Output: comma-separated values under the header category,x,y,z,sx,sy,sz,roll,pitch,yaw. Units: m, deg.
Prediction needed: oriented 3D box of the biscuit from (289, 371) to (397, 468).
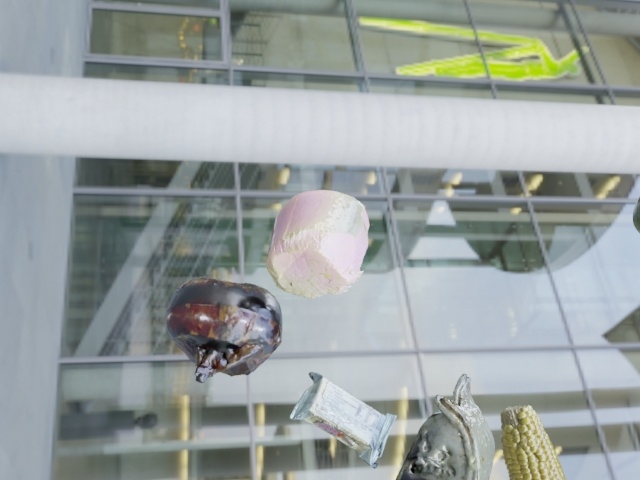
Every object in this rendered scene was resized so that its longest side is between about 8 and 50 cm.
category,x,y,z,sx,sy,sz,roll,pitch,yaw
biscuit,0.072,0.543,2.289,0.079,0.309,0.186,-47,-167,52

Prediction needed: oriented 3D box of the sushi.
category,x,y,z,sx,sy,sz,roll,pitch,yaw
sushi,0.165,0.309,0.922,0.109,0.134,0.272,23,-99,36

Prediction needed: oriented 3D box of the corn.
category,x,y,z,sx,sy,sz,roll,pitch,yaw
corn,0.492,0.545,1.699,0.130,0.130,0.346,143,-70,-75

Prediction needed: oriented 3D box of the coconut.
category,x,y,z,sx,sy,sz,roll,pitch,yaw
coconut,0.000,0.000,1.748,0.245,0.233,0.233,-74,177,-48

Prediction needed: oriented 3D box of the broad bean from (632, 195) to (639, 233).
category,x,y,z,sx,sy,sz,roll,pitch,yaw
broad bean,0.575,-0.029,1.225,0.174,0.082,0.124,-95,-165,-60

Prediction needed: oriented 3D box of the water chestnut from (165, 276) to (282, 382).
category,x,y,z,sx,sy,sz,roll,pitch,yaw
water chestnut,-0.242,0.230,1.847,0.300,0.300,0.300,180,-90,-78
